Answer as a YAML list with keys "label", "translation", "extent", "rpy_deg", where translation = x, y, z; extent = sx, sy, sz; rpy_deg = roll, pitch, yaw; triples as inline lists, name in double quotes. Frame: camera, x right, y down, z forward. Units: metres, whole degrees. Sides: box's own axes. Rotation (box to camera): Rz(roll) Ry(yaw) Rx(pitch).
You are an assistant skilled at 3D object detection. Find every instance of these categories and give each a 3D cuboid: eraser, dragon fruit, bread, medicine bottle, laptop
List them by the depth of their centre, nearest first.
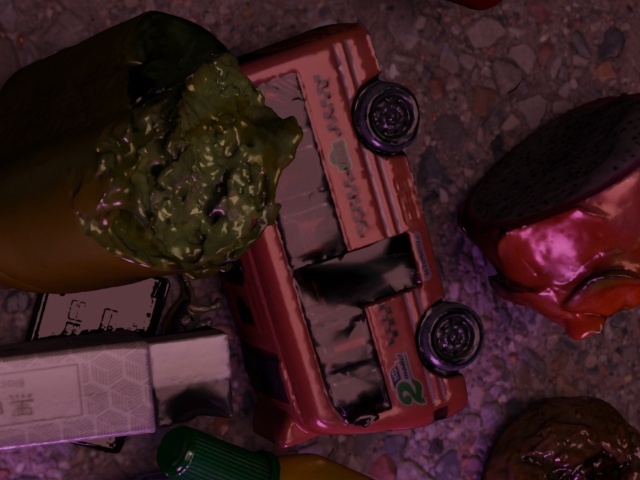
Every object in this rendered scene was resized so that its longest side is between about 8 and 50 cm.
- label: "bread"
  translation: [-0.198, -0.065, 1.519]
  extent: [0.208, 0.376, 0.251]
  rpy_deg: [41, 61, -28]
- label: "eraser"
  translation: [-0.294, 0.155, 1.611]
  extent: [0.404, 0.096, 0.098]
  rpy_deg: [-6, 96, -16]
- label: "medicine bottle"
  translation: [-0.046, 0.264, 1.688]
  extent: [0.309, 0.076, 0.111]
  rpy_deg: [31, 77, -42]
- label: "laptop"
  translation: [-0.244, 0.117, 1.688]
  extent: [0.135, 0.016, 0.197]
  rpy_deg: [16, 86, -18]
- label: "dragon fruit"
  translation: [0.315, -0.020, 1.783]
  extent: [0.290, 0.290, 0.189]
  rpy_deg: [-41, 107, -16]
- label: "bread"
  translation: [0.295, 0.298, 1.876]
  extent: [0.230, 0.123, 0.230]
  rpy_deg: [-2, 97, -22]

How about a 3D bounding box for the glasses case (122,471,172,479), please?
- label: "glasses case"
  translation: [-0.152, 0.288, 1.713]
  extent: [0.248, 0.065, 0.087]
  rpy_deg: [-4, 99, -27]

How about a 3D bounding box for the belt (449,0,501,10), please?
- label: "belt"
  translation: [0.158, -0.411, 1.722]
  extent: [0.115, 0.227, 0.324]
  rpy_deg: [16, 74, -26]

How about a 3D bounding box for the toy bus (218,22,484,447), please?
- label: "toy bus"
  translation: [0.000, 0.000, 1.693]
  extent: [0.233, 0.203, 0.427]
  rpy_deg: [-19, 100, -19]

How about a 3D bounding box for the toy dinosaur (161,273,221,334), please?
- label: "toy dinosaur"
  translation: [-0.141, 0.098, 1.728]
  extent: [0.058, 0.037, 0.180]
  rpy_deg: [10, 82, -2]
